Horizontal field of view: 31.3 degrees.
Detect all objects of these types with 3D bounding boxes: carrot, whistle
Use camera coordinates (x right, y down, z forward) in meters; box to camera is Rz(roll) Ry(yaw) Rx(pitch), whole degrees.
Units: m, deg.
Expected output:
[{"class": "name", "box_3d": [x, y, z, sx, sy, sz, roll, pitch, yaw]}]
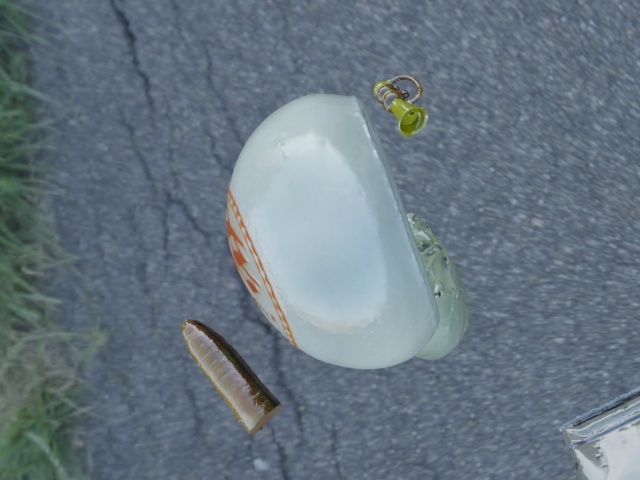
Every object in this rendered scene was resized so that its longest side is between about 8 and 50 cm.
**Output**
[{"class": "carrot", "box_3d": [-0.096, 0.134, 1.184, 0.048, 0.048, 0.139, -46, 70, 16]}, {"class": "whistle", "box_3d": [0.112, -0.199, 1.586, 0.057, 0.046, 0.109, -51, 43, 21]}]

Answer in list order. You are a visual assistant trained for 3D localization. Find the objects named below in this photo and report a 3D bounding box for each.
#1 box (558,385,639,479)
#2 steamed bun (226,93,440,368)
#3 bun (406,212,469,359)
[{"class": "box", "box_3d": [0.493, 0.325, 1.464, 0.225, 0.297, 0.190, -34, 40, 23]}, {"class": "steamed bun", "box_3d": [0.000, 0.000, 0.937, 0.145, 0.232, 0.232, -19, 77, 2]}, {"class": "bun", "box_3d": [0.120, 0.042, 1.693, 0.146, 0.287, 0.287, -45, 68, 19]}]
